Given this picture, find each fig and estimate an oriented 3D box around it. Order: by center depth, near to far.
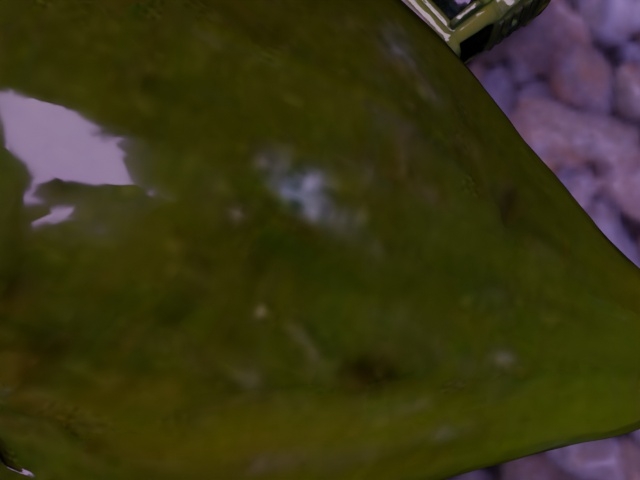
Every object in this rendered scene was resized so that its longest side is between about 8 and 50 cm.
[{"bbox_3d":[-0.028,0.011,0.440,0.314,0.233,0.233,39,88,21],"label":"fig"}]

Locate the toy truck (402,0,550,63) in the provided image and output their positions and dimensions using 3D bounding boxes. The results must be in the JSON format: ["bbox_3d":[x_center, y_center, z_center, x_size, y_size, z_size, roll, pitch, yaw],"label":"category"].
[{"bbox_3d":[0.014,-0.140,0.541,0.100,0.077,0.169,-42,86,-4],"label":"toy truck"}]
